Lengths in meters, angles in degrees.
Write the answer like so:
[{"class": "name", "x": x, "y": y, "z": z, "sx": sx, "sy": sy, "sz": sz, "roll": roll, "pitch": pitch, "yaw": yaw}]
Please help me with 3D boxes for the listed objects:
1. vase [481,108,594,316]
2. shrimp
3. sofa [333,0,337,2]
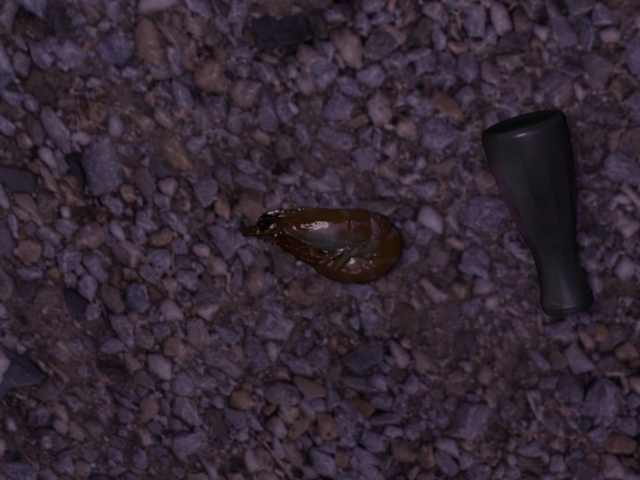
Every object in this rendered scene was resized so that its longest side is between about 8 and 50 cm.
[{"class": "vase", "x": 0.240, "y": -0.026, "z": 0.768, "sx": 0.086, "sy": 0.086, "sz": 0.214, "roll": -17, "pitch": 105, "yaw": 9}, {"class": "shrimp", "x": 0.000, "y": 0.000, "z": 0.815, "sx": 0.184, "sy": 0.043, "sz": 0.091, "roll": 12, "pitch": 107, "yaw": 2}, {"class": "sofa", "x": 0.048, "y": -0.295, "z": 0.734, "sx": 0.118, "sy": 0.060, "sz": 0.039, "roll": -35, "pitch": 101, "yaw": 12}]
